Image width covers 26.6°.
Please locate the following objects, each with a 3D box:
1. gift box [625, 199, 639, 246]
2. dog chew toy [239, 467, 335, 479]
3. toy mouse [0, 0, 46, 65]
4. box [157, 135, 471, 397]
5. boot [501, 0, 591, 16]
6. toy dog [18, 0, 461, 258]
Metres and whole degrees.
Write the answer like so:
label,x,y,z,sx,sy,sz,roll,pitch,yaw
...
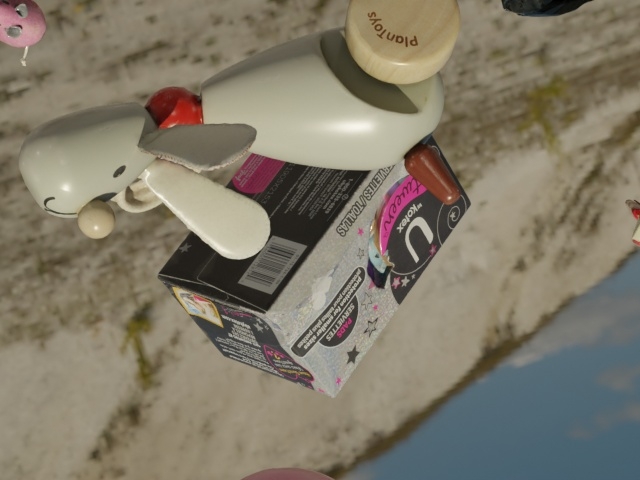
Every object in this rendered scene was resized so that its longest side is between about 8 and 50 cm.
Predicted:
label,x,y,z,sx,sy,sz,roll,pitch,yaw
gift box,0.414,-0.061,1.071,0.258,0.255,0.276,-63,168,28
dog chew toy,-0.097,0.342,1.333,0.331,0.207,0.206,-6,174,-38
toy mouse,-0.213,-0.192,0.991,0.031,0.161,0.143,25,-155,10
box,0.000,0.000,1.288,0.163,0.142,0.247,16,-118,43
boot,0.072,-0.214,0.731,0.246,0.207,0.094,-21,173,19
toy dog,-0.031,-0.060,0.992,0.333,0.161,0.220,-27,161,8
